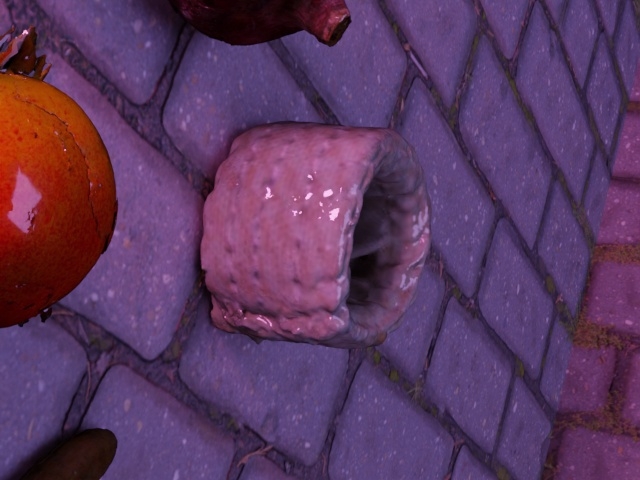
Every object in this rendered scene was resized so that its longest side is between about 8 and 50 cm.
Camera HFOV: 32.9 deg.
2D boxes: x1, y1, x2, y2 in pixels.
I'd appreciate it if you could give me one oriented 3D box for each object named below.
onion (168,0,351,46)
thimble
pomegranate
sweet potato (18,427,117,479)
[{"bbox_3d":[-0.042,-0.296,1.129,0.219,0.252,0.252,51,34,6],"label":"onion"},{"bbox_3d":[0.000,0.000,1.321,0.291,0.195,0.291,-17,109,-60],"label":"thimble"},{"bbox_3d":[-0.261,-0.047,0.829,0.210,0.210,0.235,-10,105,-60],"label":"pomegranate"},{"bbox_3d":[-0.271,0.255,1.022,0.273,0.075,0.075,-51,138,-50],"label":"sweet potato"}]
